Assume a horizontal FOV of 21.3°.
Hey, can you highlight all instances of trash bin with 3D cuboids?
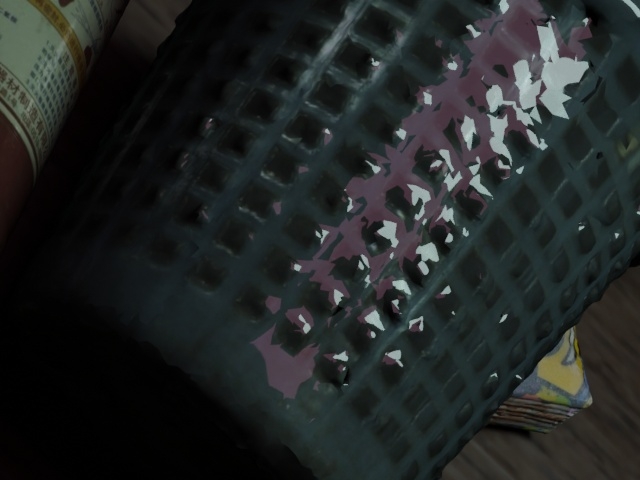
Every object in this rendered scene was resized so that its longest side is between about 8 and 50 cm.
[{"bbox_3d":[0.000,0.000,0.488,0.175,0.175,0.161,45,64,-14],"label":"trash bin"}]

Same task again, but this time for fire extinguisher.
[{"bbox_3d":[-0.083,-0.075,0.524,0.099,0.071,0.231,42,46,-23],"label":"fire extinguisher"}]

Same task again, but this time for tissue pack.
[{"bbox_3d":[0.056,0.033,0.613,0.083,0.035,0.063,11,59,-39],"label":"tissue pack"}]
